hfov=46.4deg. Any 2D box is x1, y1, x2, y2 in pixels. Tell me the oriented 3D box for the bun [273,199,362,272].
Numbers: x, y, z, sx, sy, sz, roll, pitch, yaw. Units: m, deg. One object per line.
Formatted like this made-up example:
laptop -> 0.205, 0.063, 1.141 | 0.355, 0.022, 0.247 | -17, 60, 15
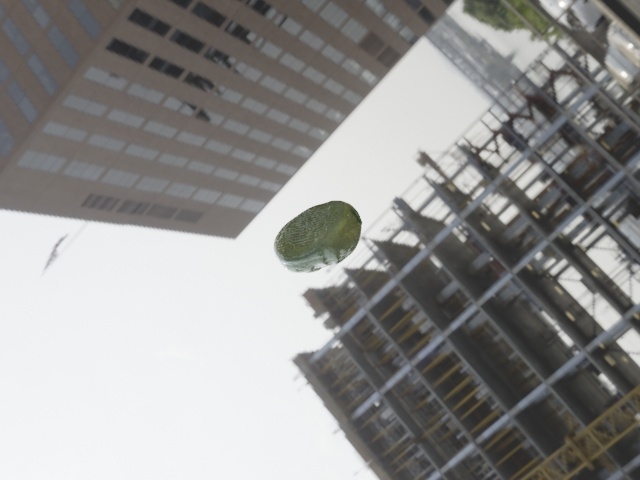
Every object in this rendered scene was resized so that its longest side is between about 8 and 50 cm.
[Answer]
bun -> -0.003, 0.001, 1.746 | 0.108, 0.221, 0.221 | 55, -170, -28
